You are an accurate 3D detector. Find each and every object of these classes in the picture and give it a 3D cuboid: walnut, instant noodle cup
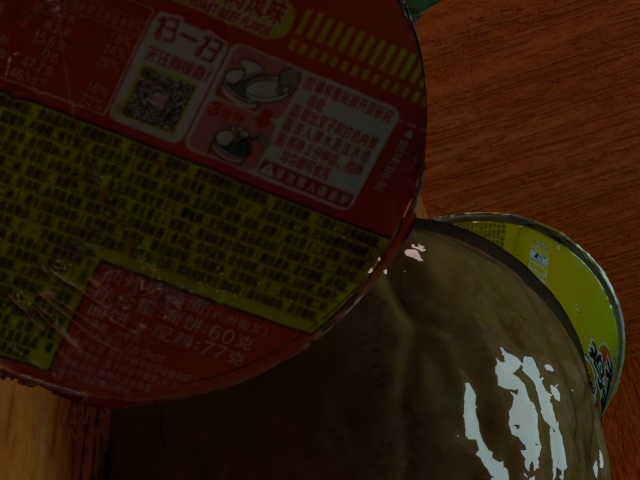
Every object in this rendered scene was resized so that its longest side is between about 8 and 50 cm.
[{"bbox_3d":[0.019,0.106,0.704,0.228,0.228,0.228,-17,90,-83],"label":"walnut"},{"bbox_3d":[0.128,0.128,1.383,0.200,0.264,0.264,-70,143,-66],"label":"instant noodle cup"},{"bbox_3d":[-0.074,-0.076,0.601,0.212,0.193,0.193,-110,179,-60],"label":"instant noodle cup"}]

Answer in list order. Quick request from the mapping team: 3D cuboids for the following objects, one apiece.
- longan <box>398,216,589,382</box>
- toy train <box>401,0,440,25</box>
[{"bbox_3d":[0.057,0.109,0.998,0.246,0.215,0.246,6,90,-65],"label":"longan"},{"bbox_3d":[0.003,-0.231,1.227,0.159,0.129,0.326,50,-1,-21],"label":"toy train"}]
